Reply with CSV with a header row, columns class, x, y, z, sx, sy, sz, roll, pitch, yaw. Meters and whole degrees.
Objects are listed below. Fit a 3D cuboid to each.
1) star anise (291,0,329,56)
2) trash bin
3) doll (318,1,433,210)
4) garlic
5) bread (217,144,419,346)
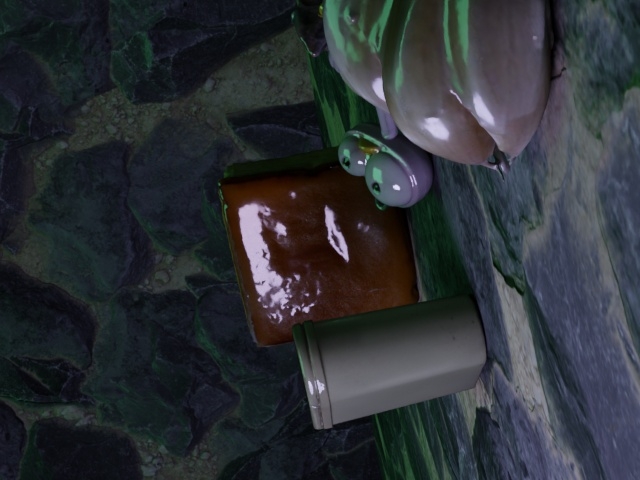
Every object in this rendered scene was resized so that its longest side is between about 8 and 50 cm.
class,x,y,z,sx,sy,sz,roll,pitch,yaw
star anise,0.022,-0.364,1.482,0.257,0.110,0.199,-40,-30,-59
trash bin,0.093,0.169,1.454,0.243,0.247,0.121,88,170,-68
doll,0.082,-0.175,1.450,0.160,0.094,0.365,30,146,32
garlic,0.121,-0.198,0.909,0.237,0.210,0.292,36,147,31
bread,0.000,0.000,1.883,0.143,0.323,0.333,-111,9,-68
